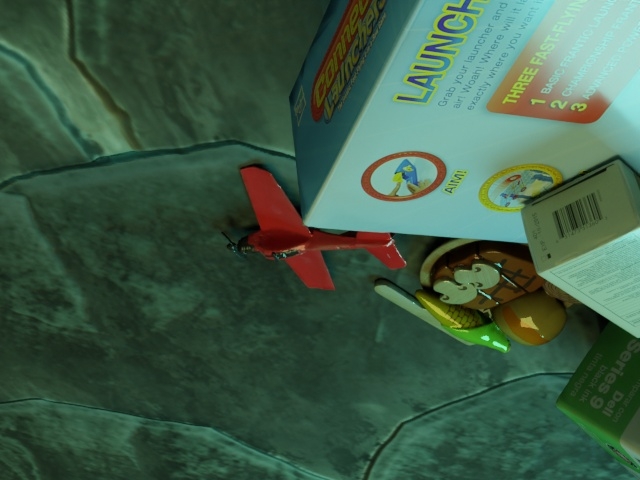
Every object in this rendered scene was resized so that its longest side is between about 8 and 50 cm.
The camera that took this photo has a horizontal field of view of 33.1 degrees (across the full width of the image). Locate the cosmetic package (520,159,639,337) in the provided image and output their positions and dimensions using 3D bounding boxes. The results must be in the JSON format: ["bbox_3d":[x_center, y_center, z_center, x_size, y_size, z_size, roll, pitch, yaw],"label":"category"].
[{"bbox_3d":[0.161,0.008,0.560,0.060,0.041,0.115,-28,143,29],"label":"cosmetic package"}]

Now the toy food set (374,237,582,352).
[{"bbox_3d":[0.139,0.038,0.806,0.132,0.038,0.192,29,140,-27],"label":"toy food set"}]

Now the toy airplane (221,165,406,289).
[{"bbox_3d":[0.000,0.000,0.790,0.151,0.028,0.151,6,144,4],"label":"toy airplane"}]

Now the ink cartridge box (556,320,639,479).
[{"bbox_3d":[0.342,0.171,0.752,0.211,0.121,0.289,40,174,-36],"label":"ink cartridge box"}]

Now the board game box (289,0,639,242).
[{"bbox_3d":[0.172,-0.110,0.495,0.302,0.086,0.308,5,147,-18],"label":"board game box"}]
